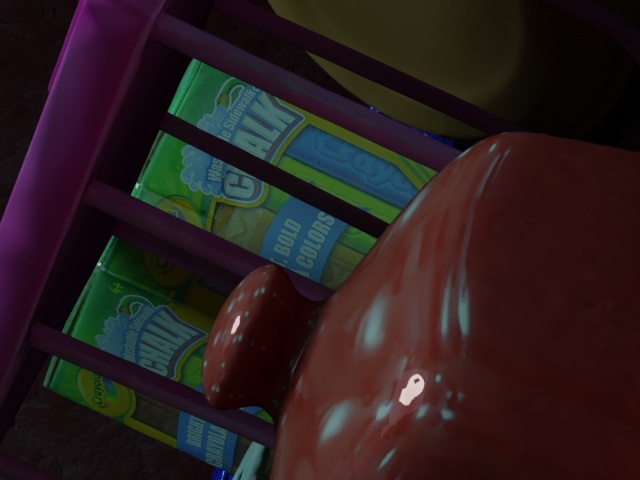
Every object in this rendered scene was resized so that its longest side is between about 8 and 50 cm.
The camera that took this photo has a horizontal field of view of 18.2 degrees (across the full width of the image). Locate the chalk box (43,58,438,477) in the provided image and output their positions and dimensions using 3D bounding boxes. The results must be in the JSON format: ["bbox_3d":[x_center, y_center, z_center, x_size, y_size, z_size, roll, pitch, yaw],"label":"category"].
[{"bbox_3d":[-0.041,0.016,0.922,0.132,0.213,0.132,119,174,-58],"label":"chalk box"}]

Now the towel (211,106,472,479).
[{"bbox_3d":[0.001,0.061,1.131,0.227,0.076,0.308,144,150,-82],"label":"towel"}]

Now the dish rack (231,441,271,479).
[{"bbox_3d":[-0.076,0.274,0.883,0.333,0.072,0.285,118,174,-47],"label":"dish rack"}]

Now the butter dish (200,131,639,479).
[{"bbox_3d":[0.029,0.043,0.458,0.160,0.118,0.160,-69,6,-51],"label":"butter dish"}]

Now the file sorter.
[{"bbox_3d":[0.000,0.000,0.670,0.202,0.182,0.291,-68,5,-45],"label":"file sorter"}]

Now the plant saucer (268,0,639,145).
[{"bbox_3d":[0.035,-0.112,0.764,0.037,0.200,0.200,-43,-9,-31],"label":"plant saucer"}]
